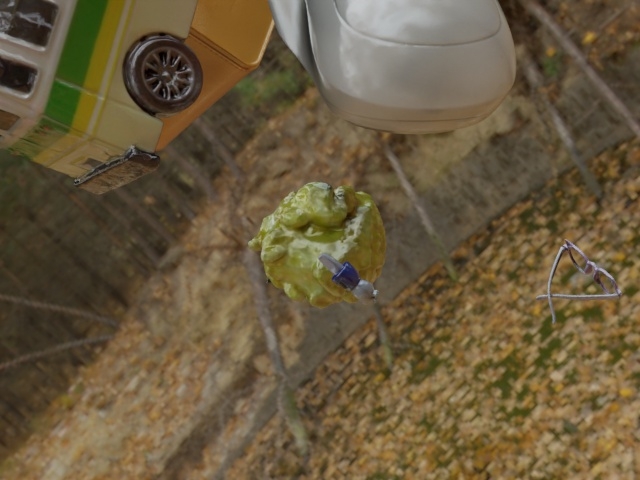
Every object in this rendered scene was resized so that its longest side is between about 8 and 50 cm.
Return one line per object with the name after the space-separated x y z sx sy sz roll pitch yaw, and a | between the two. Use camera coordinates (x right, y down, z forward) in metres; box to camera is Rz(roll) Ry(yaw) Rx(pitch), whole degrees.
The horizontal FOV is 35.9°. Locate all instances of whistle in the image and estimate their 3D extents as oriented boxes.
0.031 0.044 1.122 0.033 0.083 0.029 -42 10 48 | whistle

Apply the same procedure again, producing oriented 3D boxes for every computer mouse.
0.052 -0.201 0.835 0.297 0.184 0.121 -105 14 -50 | computer mouse

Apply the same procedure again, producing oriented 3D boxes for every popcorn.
-0.003 0.006 1.250 0.173 0.173 0.142 -51 4 -21 | popcorn

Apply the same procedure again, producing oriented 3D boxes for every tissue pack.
-0.188 -0.269 1.350 0.274 0.145 0.194 -30 34 49 | tissue pack

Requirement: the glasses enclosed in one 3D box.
0.383 0.071 1.528 0.103 0.062 0.140 -30 43 -6 | glasses

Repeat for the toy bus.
-0.170 -0.208 0.724 0.143 0.179 0.305 -10 63 61 | toy bus
